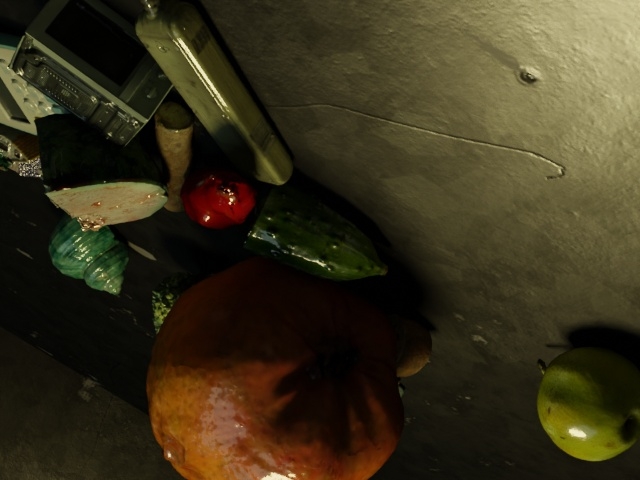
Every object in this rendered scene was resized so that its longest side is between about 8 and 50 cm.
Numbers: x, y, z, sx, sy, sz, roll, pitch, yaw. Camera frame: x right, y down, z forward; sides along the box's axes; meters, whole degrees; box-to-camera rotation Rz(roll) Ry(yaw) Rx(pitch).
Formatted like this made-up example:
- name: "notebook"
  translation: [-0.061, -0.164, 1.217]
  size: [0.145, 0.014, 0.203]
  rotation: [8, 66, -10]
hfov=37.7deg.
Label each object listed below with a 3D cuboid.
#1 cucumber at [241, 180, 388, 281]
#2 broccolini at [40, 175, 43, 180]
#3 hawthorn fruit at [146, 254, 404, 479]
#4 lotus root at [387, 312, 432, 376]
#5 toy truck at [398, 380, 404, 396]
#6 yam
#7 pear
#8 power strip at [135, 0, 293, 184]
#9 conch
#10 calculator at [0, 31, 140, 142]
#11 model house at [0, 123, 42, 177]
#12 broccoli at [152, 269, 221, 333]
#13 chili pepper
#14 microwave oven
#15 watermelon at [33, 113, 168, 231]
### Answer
- name: "cucumber"
  translation: [-0.001, 0.002, 1.523]
  size: [0.245, 0.134, 0.134]
  rotation: [24, 155, -6]
- name: "broccolini"
  translation: [-0.568, -0.149, 1.896]
  size: [0.203, 0.068, 0.091]
  rotation: [40, 172, -20]
- name: "hawthorn fruit"
  translation: [-0.101, 0.260, 1.631]
  size: [0.472, 0.471, 0.471]
  rotation: [23, 154, 12]
- name: "lotus root"
  translation: [0.144, 0.203, 1.751]
  size: [0.081, 0.112, 0.122]
  rotation: [25, 158, -29]
- name: "toy truck"
  translation: [0.065, 0.384, 2.166]
  size: [0.184, 0.133, 0.338]
  rotation: [35, 153, 11]
- name: "yam"
  translation: [-0.245, -0.134, 1.589]
  size: [0.066, 0.066, 0.299]
  rotation: [27, 154, 6]
- name: "pear"
  translation: [0.415, 0.251, 1.498]
  size: [0.166, 0.180, 0.216]
  rotation: [7, -169, -40]
- name: "power strip"
  translation: [-0.152, -0.216, 1.343]
  size: [0.092, 0.066, 0.387]
  rotation: [13, 153, 34]
- name: "conch"
  translation: [-0.510, 0.029, 2.083]
  size: [0.202, 0.134, 0.196]
  rotation: [37, 155, -14]
- name: "calculator"
  translation: [-0.477, -0.255, 1.615]
  size: [0.387, 0.054, 0.256]
  rotation: [18, 153, 20]
- name: "model house"
  translation: [-0.572, -0.167, 1.802]
  size: [0.100, 0.088, 0.100]
  rotation: [28, 130, 12]
- name: "broccoli"
  translation: [-0.201, 0.179, 1.950]
  size: [0.288, 0.235, 0.260]
  rotation: [4, 176, -38]
- name: "chili pepper"
  translation: [-0.165, -0.071, 1.508]
  size: [0.110, 0.110, 0.387]
  rotation: [35, 174, -12]
- name: "microwave oven"
  translation: [-0.333, -0.253, 1.385]
  size: [0.208, 0.122, 0.162]
  rotation: [36, 153, -15]
- name: "watermelon"
  translation: [-0.368, -0.108, 1.522]
  size: [0.224, 0.180, 0.305]
  rotation: [27, 172, 5]
